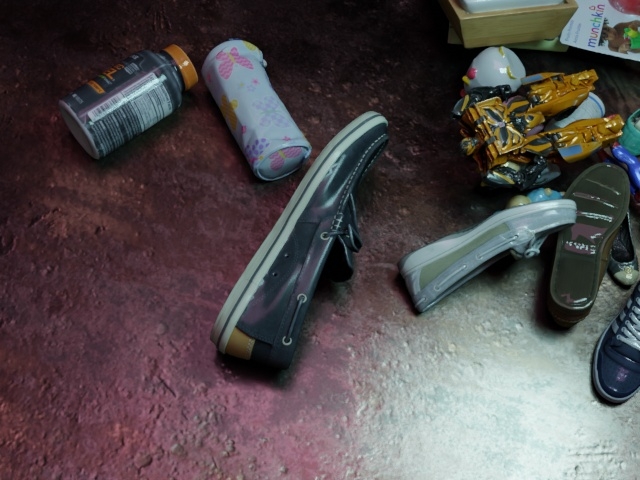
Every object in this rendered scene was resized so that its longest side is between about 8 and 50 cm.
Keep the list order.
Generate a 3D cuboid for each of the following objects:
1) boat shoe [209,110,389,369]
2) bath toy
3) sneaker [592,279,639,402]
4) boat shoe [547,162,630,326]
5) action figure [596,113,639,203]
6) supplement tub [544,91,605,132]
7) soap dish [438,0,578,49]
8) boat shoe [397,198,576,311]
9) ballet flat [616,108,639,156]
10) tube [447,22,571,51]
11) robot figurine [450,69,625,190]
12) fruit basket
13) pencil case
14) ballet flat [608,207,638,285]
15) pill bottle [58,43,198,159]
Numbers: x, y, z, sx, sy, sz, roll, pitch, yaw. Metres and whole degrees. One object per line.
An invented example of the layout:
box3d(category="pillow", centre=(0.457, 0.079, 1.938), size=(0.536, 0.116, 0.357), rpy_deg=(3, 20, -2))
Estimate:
box3d(category="boat shoe", centre=(0.000, 0.000, 1.625), size=(0.156, 0.187, 0.500), rpy_deg=(29, 71, 6))
box3d(category="bath toy", centre=(0.336, -0.198, 1.767), size=(0.151, 0.129, 0.348), rpy_deg=(15, 56, -45))
box3d(category="sneaker", centre=(0.546, 0.130, 1.581), size=(0.099, 0.153, 0.282), rpy_deg=(29, 73, 12))
box3d(category="boat shoe", centre=(0.461, 0.006, 1.680), size=(0.110, 0.104, 0.307), rpy_deg=(20, 66, 17))
box3d(category="action figure", centre=(0.615, -0.107, 1.731), size=(0.139, 0.091, 0.280), rpy_deg=(-20, 71, -13))
box3d(category="supplement tub", centre=(0.484, -0.228, 1.810), size=(0.071, 0.071, 0.107), rpy_deg=(39, 70, 16))
box3d(category="soap dish", centre=(0.341, -0.489, 1.862), size=(0.228, 0.118, 0.291), rpy_deg=(-8, 41, -6))
box3d(category="boat shoe", centre=(0.293, 0.019, 1.632), size=(0.320, 0.118, 0.103), rpy_deg=(-23, 78, 9))
box3d(category="ballet flat", centre=(0.669, -0.250, 1.819), size=(0.247, 0.087, 0.083), rpy_deg=(-37, 70, -18))
box3d(category="tube", centre=(0.377, -0.419, 1.911), size=(0.240, 0.070, 0.062), rpy_deg=(5, 103, 4))
box3d(category="robot figurine", centre=(0.371, -0.203, 1.659), size=(0.291, 0.085, 0.211), rpy_deg=(-17, 69, -20))
box3d(category="fruit basket", centre=(0.678, -0.474, 1.876), size=(0.353, 0.165, 0.327), rpy_deg=(19, 60, 6))
box3d(category="pencil case", centre=(-0.120, -0.244, 1.772), size=(0.124, 0.113, 0.273), rpy_deg=(-10, 62, -34))
box3d(category="ballet flat", centre=(0.537, -0.001, 1.712), size=(0.057, 0.049, 0.173), rpy_deg=(-2, 64, -3))
box3d(category="pill bottle", centre=(-0.348, -0.266, 1.764), size=(0.245, 0.130, 0.130), rpy_deg=(-36, 71, -19))
